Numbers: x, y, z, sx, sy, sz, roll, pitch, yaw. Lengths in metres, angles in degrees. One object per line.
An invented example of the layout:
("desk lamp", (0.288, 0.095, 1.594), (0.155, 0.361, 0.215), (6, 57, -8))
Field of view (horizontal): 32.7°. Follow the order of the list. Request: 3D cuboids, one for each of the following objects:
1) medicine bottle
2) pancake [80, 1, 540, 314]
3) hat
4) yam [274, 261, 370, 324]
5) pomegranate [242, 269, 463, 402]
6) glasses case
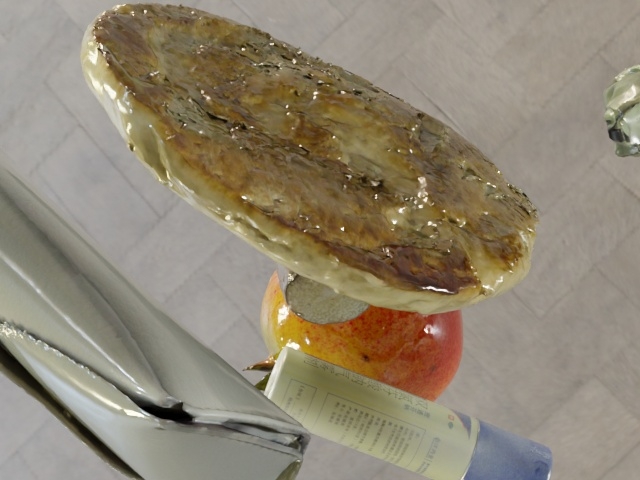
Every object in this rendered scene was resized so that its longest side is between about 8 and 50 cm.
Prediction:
("medicine bottle", (0.069, 0.152, 0.872), (0.231, 0.059, 0.059), (21, 88, -5))
("pancake", (0.001, -0.070, 0.789), (0.356, 0.356, 0.065), (38, 120, 19))
("hat", (0.286, -0.107, 0.806), (0.166, 0.122, 0.081), (-10, 71, 7))
("yam", (-0.003, 0.001, 0.869), (0.084, 0.084, 0.127), (-24, 42, 13))
("pomegranate", (0.032, 0.106, 1.169), (0.257, 0.221, 0.221), (-44, 71, -10))
("glasses case", (-0.146, 0.030, 0.569), (0.308, 0.128, 0.083), (39, 88, 27))
